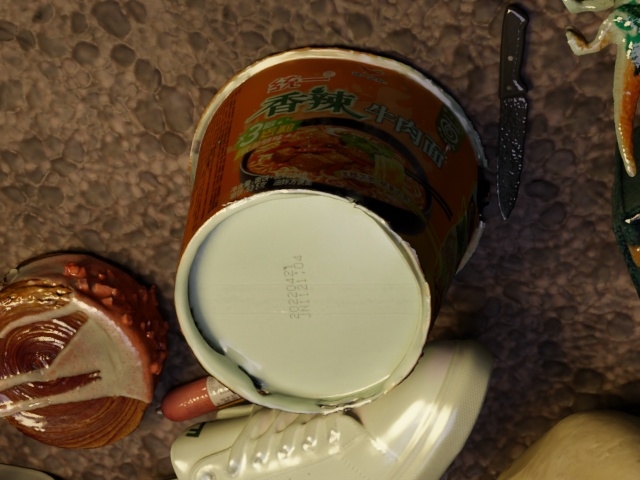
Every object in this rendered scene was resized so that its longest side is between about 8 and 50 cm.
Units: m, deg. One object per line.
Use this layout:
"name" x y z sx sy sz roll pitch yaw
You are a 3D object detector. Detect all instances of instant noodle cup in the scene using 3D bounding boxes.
"instant noodle cup" 0.000 0.000 1.064 0.230 0.182 0.230 4 118 8

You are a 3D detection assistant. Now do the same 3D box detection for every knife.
"knife" 0.138 -0.089 1.090 0.023 0.010 0.170 7 122 12

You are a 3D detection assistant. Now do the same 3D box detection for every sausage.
"sausage" -0.038 0.106 1.216 0.223 0.029 0.029 -20 114 19

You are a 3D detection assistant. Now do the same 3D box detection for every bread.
"bread" -0.197 0.088 1.209 0.160 0.073 0.160 5 117 10

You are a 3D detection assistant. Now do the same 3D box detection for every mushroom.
"mushroom" 0.199 0.248 1.128 0.202 0.246 0.246 1 124 -27

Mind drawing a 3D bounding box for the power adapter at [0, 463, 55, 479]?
"power adapter" -0.319 0.271 1.301 0.187 0.124 0.255 8 120 4

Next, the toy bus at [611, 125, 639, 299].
"toy bus" 0.313 0.034 1.057 0.167 0.138 0.275 -16 117 19

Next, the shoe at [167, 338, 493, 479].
"shoe" -0.023 0.165 1.190 0.160 0.132 0.363 34 126 -12

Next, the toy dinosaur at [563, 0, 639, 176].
"toy dinosaur" 0.216 -0.149 0.994 0.106 0.044 0.187 -25 74 24
